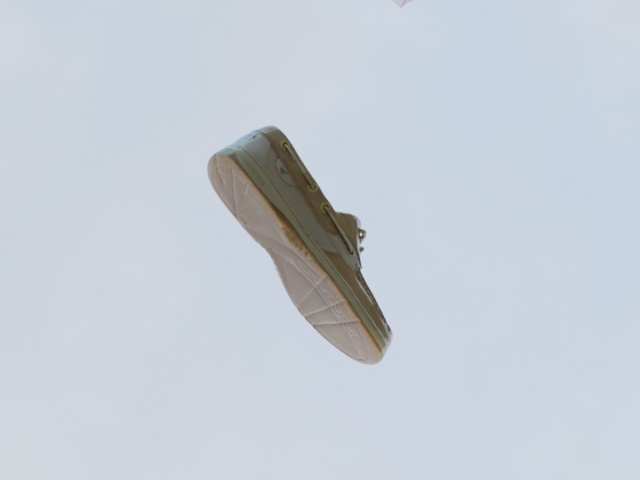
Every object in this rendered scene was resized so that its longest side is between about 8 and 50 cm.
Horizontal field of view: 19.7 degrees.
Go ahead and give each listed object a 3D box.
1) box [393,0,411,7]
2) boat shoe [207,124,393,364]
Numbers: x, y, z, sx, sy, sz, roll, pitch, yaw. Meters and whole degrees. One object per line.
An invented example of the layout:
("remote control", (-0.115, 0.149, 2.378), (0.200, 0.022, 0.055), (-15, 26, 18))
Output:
("box", (0.095, -0.283, 1.232), (0.067, 0.324, 0.063), (44, -121, 10))
("boat shoe", (0.000, 0.000, 1.170), (0.059, 0.063, 0.170), (-41, -78, -30))
